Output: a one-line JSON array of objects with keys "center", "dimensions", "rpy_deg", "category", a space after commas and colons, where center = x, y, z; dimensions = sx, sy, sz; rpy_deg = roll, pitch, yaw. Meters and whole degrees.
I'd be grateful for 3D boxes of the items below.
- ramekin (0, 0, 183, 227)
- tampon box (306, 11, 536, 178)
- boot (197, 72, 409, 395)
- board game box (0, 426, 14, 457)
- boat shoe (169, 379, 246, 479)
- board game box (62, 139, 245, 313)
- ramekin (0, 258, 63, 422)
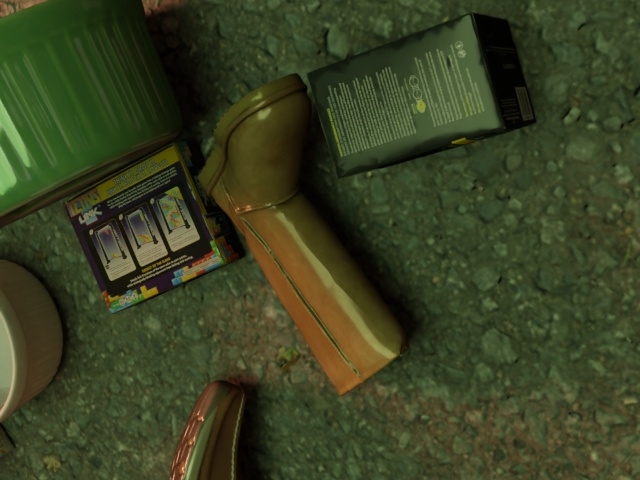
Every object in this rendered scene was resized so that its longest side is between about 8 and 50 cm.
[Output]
[{"center": [-0.285, -0.116, 0.977], "dimensions": [0.303, 0.303, 0.148], "rpy_deg": [-23, 97, 27], "category": "ramekin"}, {"center": [0.093, -0.128, 0.887], "dimensions": [0.161, 0.120, 0.101], "rpy_deg": [-15, 92, 27], "category": "tampon box"}, {"center": [0.000, 0.000, 0.939], "dimensions": [0.269, 0.089, 0.236], "rpy_deg": [56, 157, 8], "category": "boot"}, {"center": [-0.554, 0.300, 1.264], "dimensions": [0.275, 0.144, 0.142], "rpy_deg": [-39, 83, 27], "category": "board game box"}, {"center": [-0.114, 0.314, 1.089], "dimensions": [0.116, 0.123, 0.324], "rpy_deg": [10, 97, -11], "category": "boat shoe"}, {"center": [-0.185, -0.013, 1.082], "dimensions": [0.170, 0.048, 0.141], "rpy_deg": [-23, 89, 27], "category": "board game box"}, {"center": [-0.407, 0.116, 1.179], "dimensions": [0.207, 0.109, 0.207], "rpy_deg": [5, 103, 24], "category": "ramekin"}]
